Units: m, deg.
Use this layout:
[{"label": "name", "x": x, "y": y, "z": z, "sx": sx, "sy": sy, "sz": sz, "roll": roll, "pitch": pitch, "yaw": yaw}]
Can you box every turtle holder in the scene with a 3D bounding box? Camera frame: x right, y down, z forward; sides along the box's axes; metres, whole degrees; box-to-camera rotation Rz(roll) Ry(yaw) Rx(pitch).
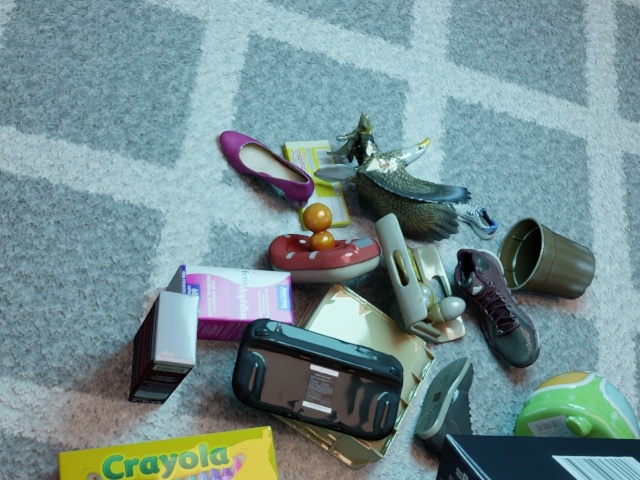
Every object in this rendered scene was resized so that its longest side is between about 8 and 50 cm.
[{"label": "turtle holder", "x": 0.549, "y": 0.402, "z": 1.982, "sx": 0.320, "sy": 0.243, "sz": 0.227, "roll": 33, "pitch": 41, "yaw": 7}]

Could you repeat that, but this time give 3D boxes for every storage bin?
[{"label": "storage bin", "x": 0.051, "y": 0.261, "z": 1.919, "sx": 0.260, "sy": 0.123, "sz": 0.262, "roll": 35, "pitch": 58, "yaw": -3}]

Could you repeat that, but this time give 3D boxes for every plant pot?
[{"label": "plant pot", "x": 0.504, "y": 0.050, "z": 2.187, "sx": 0.165, "sy": 0.167, "sz": 0.167, "roll": 17, "pitch": 60, "yaw": -22}]

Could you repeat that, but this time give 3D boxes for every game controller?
[{"label": "game controller", "x": 0.000, "y": 0.254, "z": 1.803, "sx": 0.319, "sy": 0.067, "sz": 0.166, "roll": 18, "pitch": 75, "yaw": -12}]

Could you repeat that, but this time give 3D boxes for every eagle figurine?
[{"label": "eagle figurine", "x": 0.161, "y": -0.124, "z": 2.073, "sx": 0.298, "sy": 0.225, "sz": 0.226, "roll": 54, "pitch": 33, "yaw": 13}]

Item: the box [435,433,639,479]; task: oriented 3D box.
[{"label": "box", "x": 0.427, "y": 0.603, "z": 1.670, "sx": 0.480, "sy": 0.297, "sz": 0.471, "roll": 6, "pitch": 104, "yaw": -19}]

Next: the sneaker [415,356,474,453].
[{"label": "sneaker", "x": 0.274, "y": 0.346, "z": 2.003, "sx": 0.118, "sy": 0.083, "sz": 0.222, "roll": 48, "pitch": 49, "yaw": -17}]

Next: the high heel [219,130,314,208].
[{"label": "high heel", "x": -0.113, "y": -0.164, "z": 2.050, "sx": 0.082, "sy": 0.117, "sz": 0.244, "roll": -42, "pitch": 78, "yaw": -19}]

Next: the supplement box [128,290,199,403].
[{"label": "supplement box", "x": -0.279, "y": 0.194, "z": 1.748, "sx": 0.073, "sy": 0.239, "sz": 0.130, "roll": 10, "pitch": 63, "yaw": -19}]

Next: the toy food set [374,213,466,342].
[{"label": "toy food set", "x": 0.213, "y": 0.078, "z": 2.001, "sx": 0.092, "sy": 0.306, "sz": 0.219, "roll": -22, "pitch": 71, "yaw": 15}]

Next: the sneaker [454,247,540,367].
[{"label": "sneaker", "x": 0.349, "y": 0.136, "z": 2.071, "sx": 0.162, "sy": 0.106, "sz": 0.281, "roll": 19, "pitch": 41, "yaw": -57}]

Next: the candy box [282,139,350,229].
[{"label": "candy box", "x": -0.009, "y": -0.122, "z": 2.134, "sx": 0.105, "sy": 0.027, "sz": 0.206, "roll": -6, "pitch": 68, "yaw": -21}]

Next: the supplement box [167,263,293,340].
[{"label": "supplement box", "x": -0.174, "y": 0.123, "z": 1.902, "sx": 0.220, "sy": 0.114, "sz": 0.111, "roll": 5, "pitch": 63, "yaw": -21}]

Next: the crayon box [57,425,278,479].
[{"label": "crayon box", "x": -0.244, "y": 0.496, "z": 1.660, "sx": 0.363, "sy": 0.106, "sz": 0.313, "roll": -5, "pitch": 68, "yaw": -12}]

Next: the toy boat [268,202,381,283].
[{"label": "toy boat", "x": 0.000, "y": 0.000, "z": 1.956, "sx": 0.151, "sy": 0.231, "sz": 0.151, "roll": -19, "pitch": 102, "yaw": -50}]

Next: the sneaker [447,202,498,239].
[{"label": "sneaker", "x": 0.347, "y": -0.063, "z": 2.230, "sx": 0.135, "sy": 0.058, "sz": 0.052, "roll": 38, "pitch": 58, "yaw": 0}]
